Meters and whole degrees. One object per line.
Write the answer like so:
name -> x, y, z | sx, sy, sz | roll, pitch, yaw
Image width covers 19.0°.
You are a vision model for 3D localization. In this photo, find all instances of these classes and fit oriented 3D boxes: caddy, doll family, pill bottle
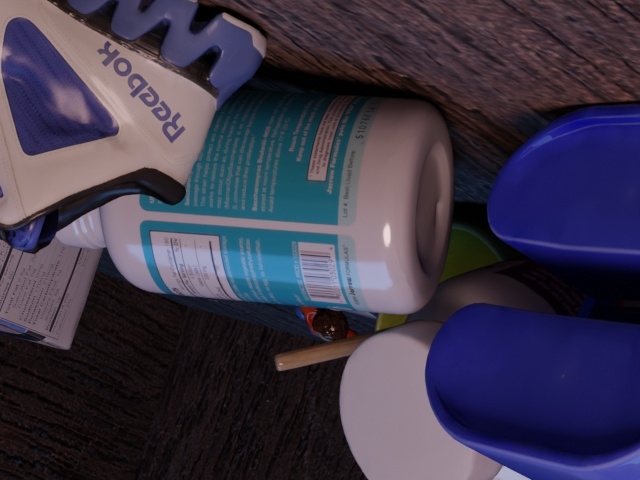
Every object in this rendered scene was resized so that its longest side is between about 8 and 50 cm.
caddy -> 0.218, 0.055, 1.113 | 0.179, 0.241, 0.341 | 25, 171, -25
doll family -> -0.037, 0.003, 2.007 | 0.263, 0.118, 0.163 | 36, 177, -8
pill bottle -> -0.050, -0.031, 1.311 | 0.264, 0.146, 0.146 | 5, 170, 17
pill bottle -> 0.161, 0.092, 1.382 | 0.301, 0.169, 0.169 | -15, -162, -43

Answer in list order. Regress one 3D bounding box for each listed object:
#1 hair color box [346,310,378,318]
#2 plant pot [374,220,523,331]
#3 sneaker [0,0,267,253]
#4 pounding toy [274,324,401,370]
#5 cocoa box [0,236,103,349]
hair color box -> -0.111, -0.027, 1.839 | 0.347, 0.105, 0.174 | 14, 173, 27
plant pot -> 0.238, 0.124, 1.722 | 0.294, 0.274, 0.275 | 2, -179, -27
sneaker -> -0.206, -0.093, 1.197 | 0.316, 0.182, 0.127 | 17, 172, -5
pounding toy -> 0.000, 0.000, 1.432 | 0.269, 0.155, 0.154 | 26, 149, -5
cocoa box -> -0.343, -0.080, 1.430 | 0.347, 0.231, 0.228 | 15, 173, 16
